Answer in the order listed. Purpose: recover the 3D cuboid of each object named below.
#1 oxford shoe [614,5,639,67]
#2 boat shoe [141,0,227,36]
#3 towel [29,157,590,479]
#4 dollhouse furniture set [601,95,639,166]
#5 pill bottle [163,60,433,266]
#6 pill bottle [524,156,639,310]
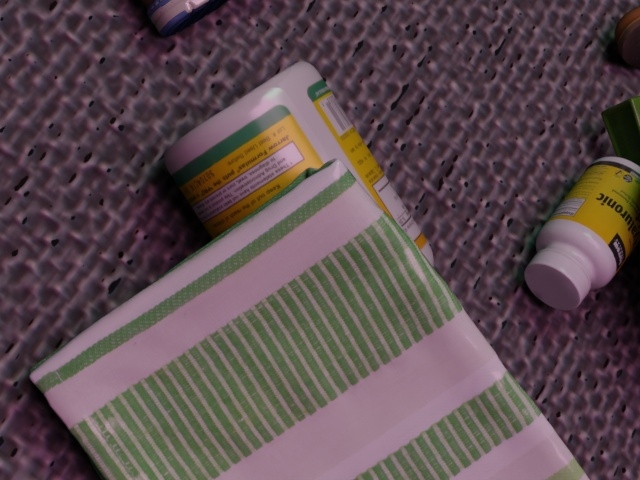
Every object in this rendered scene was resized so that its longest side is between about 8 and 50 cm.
[{"bbox_3d":[0.314,-0.201,1.231,0.212,0.076,0.076,-23,58,-30],"label":"oxford shoe"},{"bbox_3d":[-0.053,-0.211,1.018,0.183,0.066,0.066,-36,94,-31],"label":"boat shoe"},{"bbox_3d":[0.010,0.143,0.901,0.248,0.038,0.325,-36,97,3],"label":"towel"},{"bbox_3d":[0.294,-0.090,1.173,0.151,0.076,0.059,-13,84,-30],"label":"dollhouse furniture set"},{"bbox_3d":[0.000,0.000,0.960,0.117,0.117,0.208,-36,95,-31],"label":"pill bottle"},{"bbox_3d":[0.201,-0.004,1.103,0.065,0.065,0.116,47,60,-10],"label":"pill bottle"}]
